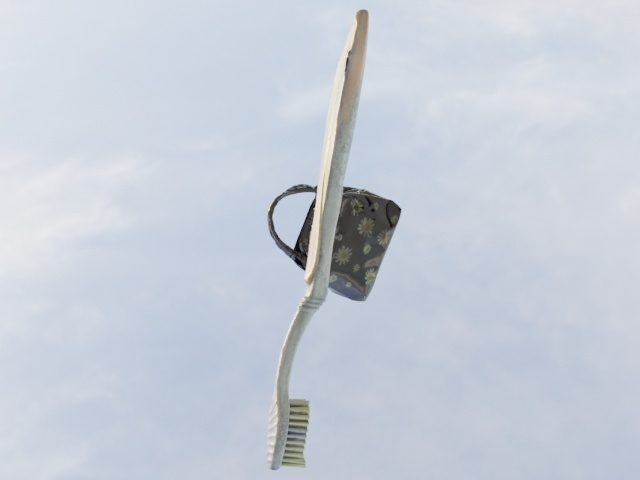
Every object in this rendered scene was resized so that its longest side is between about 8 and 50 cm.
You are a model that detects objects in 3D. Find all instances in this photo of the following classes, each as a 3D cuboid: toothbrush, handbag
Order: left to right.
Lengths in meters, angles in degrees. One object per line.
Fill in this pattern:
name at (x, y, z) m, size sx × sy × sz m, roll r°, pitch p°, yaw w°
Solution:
toothbrush at (0.000, 0.000, 0.829) m, size 0.037 × 0.375 × 0.028 m, roll 9°, pitch -178°, yaw -20°
handbag at (0.004, -0.009, 1.066) m, size 0.139 × 0.115 × 0.072 m, roll 20°, pitch -176°, yaw -36°
